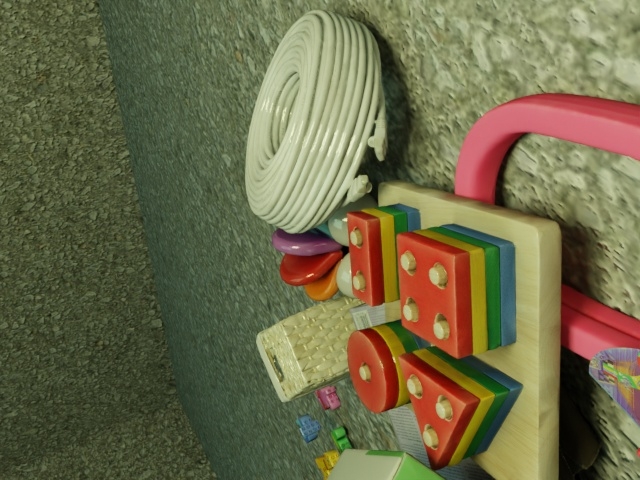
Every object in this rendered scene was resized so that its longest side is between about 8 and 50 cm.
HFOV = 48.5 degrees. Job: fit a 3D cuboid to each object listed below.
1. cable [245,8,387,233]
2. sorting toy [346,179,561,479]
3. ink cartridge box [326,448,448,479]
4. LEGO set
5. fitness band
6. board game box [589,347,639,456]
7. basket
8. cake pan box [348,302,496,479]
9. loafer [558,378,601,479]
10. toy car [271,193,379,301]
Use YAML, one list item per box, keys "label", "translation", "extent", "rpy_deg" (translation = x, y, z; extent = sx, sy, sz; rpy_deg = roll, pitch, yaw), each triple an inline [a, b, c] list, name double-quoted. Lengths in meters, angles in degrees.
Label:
- label: "cable"
  translation: [-0.017, -0.134, 0.825]
  extent: [0.257, 0.089, 0.257]
  rpy_deg: [135, 143, -54]
- label: "sorting toy"
  translation: [0.105, 0.089, 0.681]
  extent: [0.257, 0.090, 0.255]
  rpy_deg: [-153, 55, -62]
- label: "ink cartridge box"
  translation: [0.138, 0.332, 0.692]
  extent: [0.289, 0.121, 0.211]
  rpy_deg: [34, 159, -2]
- label: "LEGO set"
  translation: [0.025, 0.372, 1.289]
  extent: [0.227, 0.087, 0.093]
  rpy_deg: [62, 157, 17]
- label: "fitness band"
  translation: [0.214, -0.009, 0.572]
  extent: [0.291, 0.054, 0.208]
  rpy_deg: [31, 136, 56]
- label: "board game box"
  translation: [0.266, 0.149, 0.517]
  extent: [0.168, 0.033, 0.133]
  rpy_deg: [46, 162, -6]
- label: "basket"
  translation: [0.008, 0.152, 1.044]
  extent: [0.113, 0.167, 0.103]
  rpy_deg: [66, 153, 11]
- label: "cake pan box"
  translation: [0.143, 0.176, 0.876]
  extent: [0.245, 0.070, 0.267]
  rpy_deg: [71, 158, 6]
- label: "loafer"
  translation: [0.231, 0.188, 0.691]
  extent: [0.080, 0.078, 0.219]
  rpy_deg: [-23, -76, -67]
- label: "toy car"
  translation: [0.000, 0.000, 0.969]
  extent: [0.159, 0.136, 0.181]
  rpy_deg: [36, 140, 55]
